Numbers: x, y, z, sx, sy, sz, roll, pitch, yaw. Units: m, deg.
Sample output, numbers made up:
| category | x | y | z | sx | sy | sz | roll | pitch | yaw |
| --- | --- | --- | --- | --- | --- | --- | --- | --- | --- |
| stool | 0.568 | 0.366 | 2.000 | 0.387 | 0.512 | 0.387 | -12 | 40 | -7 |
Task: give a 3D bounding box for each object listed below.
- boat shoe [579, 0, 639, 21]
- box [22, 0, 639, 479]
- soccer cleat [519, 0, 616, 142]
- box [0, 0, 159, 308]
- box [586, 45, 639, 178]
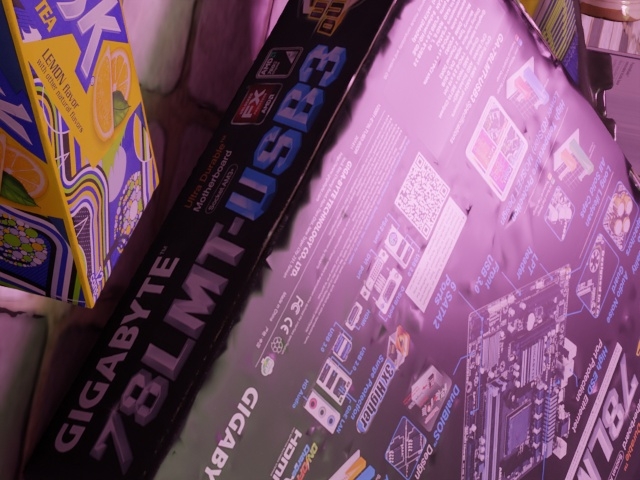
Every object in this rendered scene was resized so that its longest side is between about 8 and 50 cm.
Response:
| category | x | y | z | sx | sy | sz | roll | pitch | yaw |
| --- | --- | --- | --- | --- | --- | --- | --- | --- | --- |
| boat shoe | 0.308 | -0.266 | 1.677 | 0.223 | 0.080 | 0.073 | -38 | 143 | -60 |
| box | 0.047 | 0.057 | 0.756 | 0.293 | 0.073 | 0.295 | 47 | 59 | -40 |
| soccer cleat | 0.103 | -0.152 | 1.024 | 0.093 | 0.121 | 0.289 | 79 | 7 | -68 |
| box | -0.091 | -0.059 | 0.489 | 0.169 | 0.054 | 0.059 | 83 | 25 | -48 |
| box | 0.206 | -0.043 | 1.103 | 0.169 | 0.290 | 0.087 | -58 | 155 | -52 |
